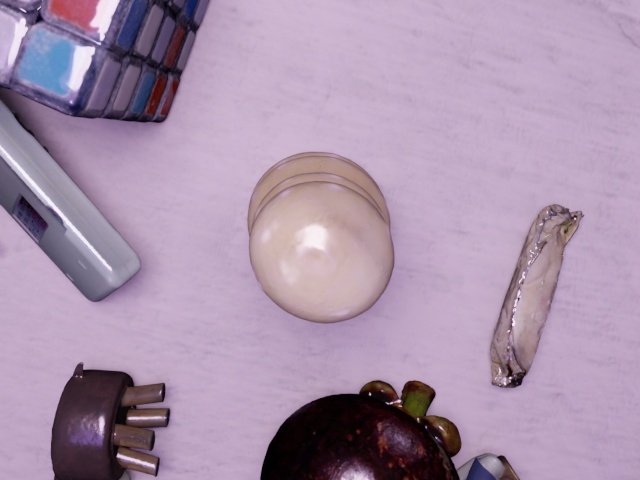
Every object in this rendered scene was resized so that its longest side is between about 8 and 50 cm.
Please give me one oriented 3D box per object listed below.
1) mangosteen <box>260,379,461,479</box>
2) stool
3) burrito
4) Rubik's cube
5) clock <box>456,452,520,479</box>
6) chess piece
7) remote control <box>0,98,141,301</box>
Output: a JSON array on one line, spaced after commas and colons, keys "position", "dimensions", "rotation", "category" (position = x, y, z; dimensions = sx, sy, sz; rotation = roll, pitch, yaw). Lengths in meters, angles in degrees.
[{"position": [0.058, 0.257, 0.760], "dimensions": [0.228, 0.228, 0.265], "rotation": [50, 57, -7], "category": "mangosteen"}, {"position": [-0.244, 0.238, 0.785], "dimensions": [0.121, 0.125, 0.217], "rotation": [7, 107, -4], "category": "stool"}, {"position": [0.244, 0.066, 0.798], "dimensions": [0.058, 0.063, 0.230], "rotation": [21, 95, 6], "category": "burrito"}, {"position": [-0.254, -0.292, 0.622], "dimensions": [0.293, 0.287, 0.292], "rotation": [21, 98, -3], "category": "Rubik's cube"}, {"position": [0.213, 0.359, 0.750], "dimensions": [0.146, 0.243, 0.200], "rotation": [-28, 100, 5], "category": "clock"}, {"position": [0.000, 0.000, 0.664], "dimensions": [0.167, 0.300, 0.167], "rotation": [0, 100, -1], "category": "chess piece"}, {"position": [-0.315, -0.061, 0.735], "dimensions": [0.296, 0.140, 0.056], "rotation": [51, 57, -8], "category": "remote control"}]
